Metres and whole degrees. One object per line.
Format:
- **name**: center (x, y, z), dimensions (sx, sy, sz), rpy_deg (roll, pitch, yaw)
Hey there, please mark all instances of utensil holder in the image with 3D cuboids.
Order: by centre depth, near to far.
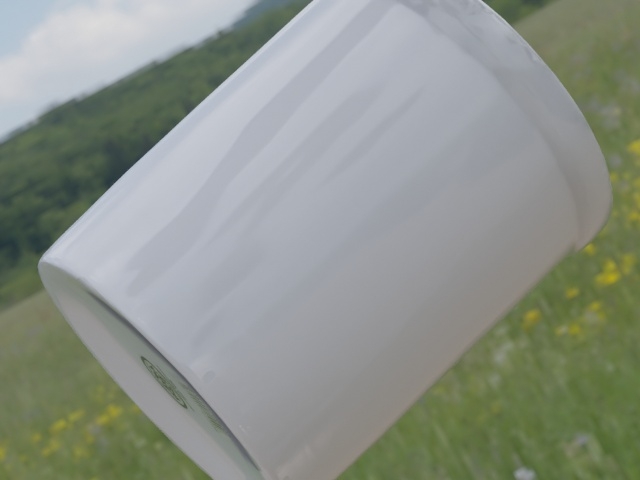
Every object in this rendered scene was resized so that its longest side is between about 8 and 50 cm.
- **utensil holder**: center (0.000, 0.000, 1.525), dimensions (0.385, 0.327, 0.327), rpy_deg (-43, 6, -15)
